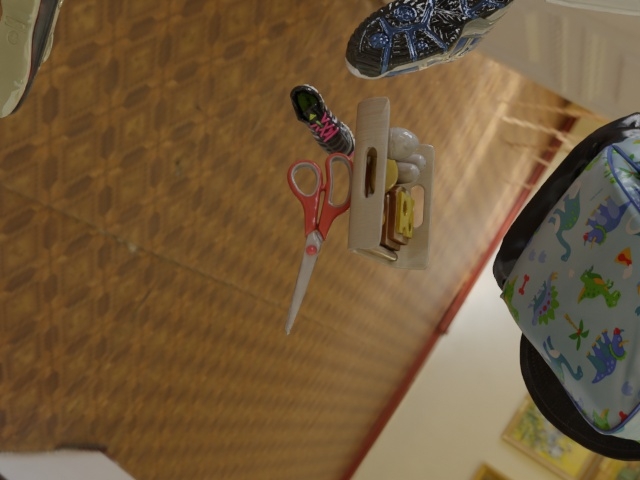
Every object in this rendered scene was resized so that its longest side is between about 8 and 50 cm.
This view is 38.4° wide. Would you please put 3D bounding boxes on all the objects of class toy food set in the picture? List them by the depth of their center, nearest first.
[{"bbox_3d":[0.127,-0.077,1.433,0.306,0.092,0.220,22,71,-68],"label":"toy food set"}]

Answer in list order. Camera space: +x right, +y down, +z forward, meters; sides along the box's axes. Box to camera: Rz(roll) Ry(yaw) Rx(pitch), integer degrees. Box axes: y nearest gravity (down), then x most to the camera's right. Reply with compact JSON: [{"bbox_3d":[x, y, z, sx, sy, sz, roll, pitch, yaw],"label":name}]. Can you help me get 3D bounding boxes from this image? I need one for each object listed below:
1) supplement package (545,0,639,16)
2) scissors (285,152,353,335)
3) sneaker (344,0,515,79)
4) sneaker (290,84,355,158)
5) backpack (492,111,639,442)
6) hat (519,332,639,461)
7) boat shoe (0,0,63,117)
[{"bbox_3d":[0.284,-0.235,0.660,0.262,0.203,0.145,-43,142,-65],"label":"supplement package"},{"bbox_3d":[0.000,0.000,1.399,0.021,0.108,0.297,91,0,-68],"label":"scissors"},{"bbox_3d":[0.113,-0.204,0.935,0.211,0.080,0.081,-27,158,-25],"label":"sneaker"},{"bbox_3d":[-0.002,-0.214,1.649,0.063,0.170,0.075,-37,167,15],"label":"sneaker"},{"bbox_3d":[0.351,0.065,0.987,0.273,0.356,0.290,2,132,-43],"label":"backpack"},{"bbox_3d":[0.437,0.169,1.214,0.331,0.331,0.134,-53,132,-15],"label":"hat"},{"bbox_3d":[-0.235,-0.162,0.732,0.043,0.049,0.137,-34,148,-63],"label":"boat shoe"}]
